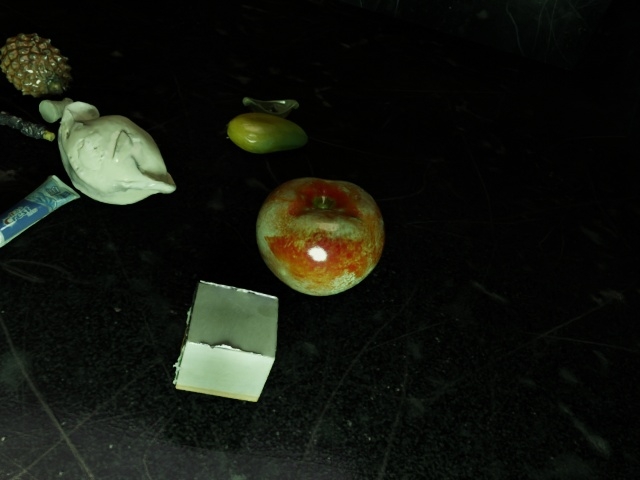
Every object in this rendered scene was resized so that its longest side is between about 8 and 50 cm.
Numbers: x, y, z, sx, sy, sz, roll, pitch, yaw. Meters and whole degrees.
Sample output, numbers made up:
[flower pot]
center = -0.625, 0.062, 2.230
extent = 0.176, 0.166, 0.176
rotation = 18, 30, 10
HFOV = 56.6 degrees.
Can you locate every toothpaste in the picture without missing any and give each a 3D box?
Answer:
[toothpaste]
center = -0.591, -0.054, 1.197
extent = 0.069, 0.047, 0.268
rotation = 11, 32, 10

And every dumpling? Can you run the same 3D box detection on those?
[dumpling]
center = -0.451, -0.171, 1.350
extent = 0.318, 0.187, 0.243
rotation = 40, 1, 13

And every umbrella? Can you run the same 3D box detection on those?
[umbrella]
center = -0.705, -0.272, 1.424
extent = 0.144, 0.037, 0.040
rotation = 21, 23, 6

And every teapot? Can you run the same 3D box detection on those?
[teapot]
center = -0.662, -0.331, 1.513
extent = 0.067, 0.057, 0.083
rotation = 60, 35, -10

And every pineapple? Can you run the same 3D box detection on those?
[pineapple]
center = -0.722, -0.438, 1.535
extent = 0.193, 0.166, 0.166
rotation = 44, 42, 19

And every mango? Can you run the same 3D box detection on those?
[mango]
center = -0.151, -0.306, 1.687
extent = 0.238, 0.091, 0.137
rotation = -9, 51, -42

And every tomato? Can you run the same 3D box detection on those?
[tomato]
center = 0.000, 0.000, 1.252
extent = 0.270, 0.222, 0.270
rotation = 3, 38, -2

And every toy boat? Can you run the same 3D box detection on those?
[toy boat]
center = -0.155, -0.397, 1.813
extent = 0.185, 0.071, 0.089
rotation = -5, 43, -31

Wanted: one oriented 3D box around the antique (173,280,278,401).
[antique]
center = -0.162, 0.176, 1.012
extent = 0.152, 0.148, 0.146
rotation = 13, 38, -11
